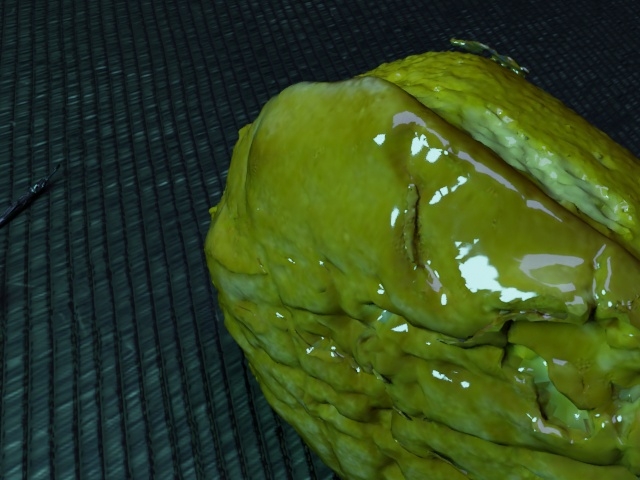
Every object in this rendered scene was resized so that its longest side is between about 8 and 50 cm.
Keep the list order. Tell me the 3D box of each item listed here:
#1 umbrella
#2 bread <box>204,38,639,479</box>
[{"bbox_3d":[-0.330,-0.043,0.756,0.013,0.022,0.122,40,57,-10],"label":"umbrella"},{"bbox_3d":[0.090,0.060,0.515,0.398,0.398,0.215,33,49,18],"label":"bread"}]
